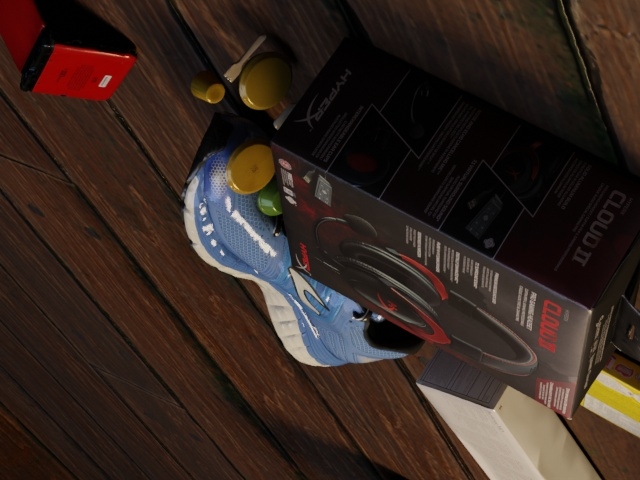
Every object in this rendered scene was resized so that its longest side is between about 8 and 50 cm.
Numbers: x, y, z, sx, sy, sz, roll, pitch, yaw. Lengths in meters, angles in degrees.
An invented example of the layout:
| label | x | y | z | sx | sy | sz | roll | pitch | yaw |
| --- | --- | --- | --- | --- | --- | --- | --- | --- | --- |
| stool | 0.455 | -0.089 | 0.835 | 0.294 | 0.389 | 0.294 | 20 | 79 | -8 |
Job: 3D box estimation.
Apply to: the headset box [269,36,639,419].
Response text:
| label | x | y | z | sx | sy | sz | roll | pitch | yaw |
| --- | --- | --- | --- | --- | --- | --- | --- | --- | --- |
| headset box | 0.119 | 0.002 | 1.289 | 0.293 | 0.110 | 0.218 | 29 | 159 | 16 |

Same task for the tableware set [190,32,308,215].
| label | x | y | z | sx | sy | sz | roll | pitch | yaw |
| --- | --- | --- | --- | --- | --- | --- | --- | --- | --- |
| tableware set | -0.046 | -0.088 | 1.355 | 0.024 | 0.104 | 0.154 | 38 | 175 | 46 |

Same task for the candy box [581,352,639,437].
| label | x | y | z | sx | sy | sz | roll | pitch | yaw |
| --- | --- | --- | --- | --- | --- | --- | --- | --- | --- |
| candy box | 0.259 | 0.131 | 1.494 | 0.206 | 0.027 | 0.105 | 29 | 162 | 15 |

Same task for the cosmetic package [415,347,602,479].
| label | x | y | z | sx | sy | sz | roll | pitch | yaw |
| --- | --- | --- | --- | --- | --- | --- | --- | --- | --- |
| cosmetic package | 0.193 | 0.193 | 1.696 | 0.099 | 0.060 | 0.239 | 19 | 156 | 42 |

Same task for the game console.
| label | x | y | z | sx | sy | sz | roll | pitch | yaw |
| --- | --- | --- | --- | --- | --- | --- | --- | --- | --- |
| game console | -0.235 | -0.190 | 1.550 | 0.124 | 0.085 | 0.144 | 6 | 168 | -16 |

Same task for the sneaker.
| label | x | y | z | sx | sy | sz | roll | pitch | yaw |
| --- | --- | --- | --- | --- | --- | --- | --- | --- | --- |
| sneaker | 0.000 | 0.000 | 1.502 | 0.147 | 0.130 | 0.330 | 1 | 148 | 34 |
